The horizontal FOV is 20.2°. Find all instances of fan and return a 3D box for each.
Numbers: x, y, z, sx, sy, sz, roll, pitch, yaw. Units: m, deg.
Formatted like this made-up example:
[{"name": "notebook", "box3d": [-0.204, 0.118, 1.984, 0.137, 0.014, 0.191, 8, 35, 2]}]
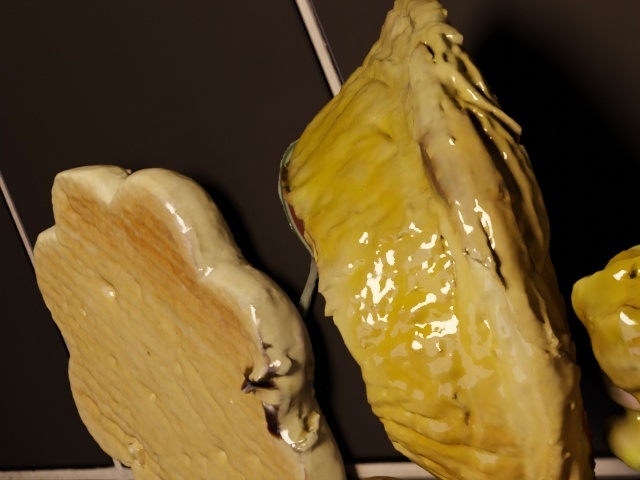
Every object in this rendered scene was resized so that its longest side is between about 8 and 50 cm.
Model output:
[{"name": "fan", "box3d": [0.000, 0.000, 0.998, 0.085, 0.005, 0.133, 46, 145, 28]}]

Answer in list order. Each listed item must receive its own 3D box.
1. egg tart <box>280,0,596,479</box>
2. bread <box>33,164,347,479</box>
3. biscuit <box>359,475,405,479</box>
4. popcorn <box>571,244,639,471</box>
[{"name": "egg tart", "box3d": [0.051, 0.018, 0.749, 0.232, 0.098, 0.252, 51, -159, -76]}, {"name": "bread", "box3d": [-0.085, 0.086, 1.147, 0.316, 0.054, 0.316, 37, 142, 36]}, {"name": "biscuit", "box3d": [0.045, 0.217, 1.002, 0.170, 0.050, 0.170, 22, 129, 31]}, {"name": "popcorn", "box3d": [0.163, 0.047, 0.651, 0.145, 0.126, 0.126, 60, 180, -37]}]
